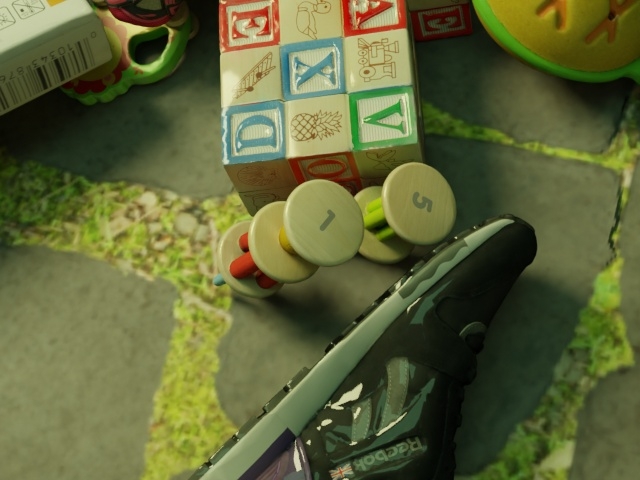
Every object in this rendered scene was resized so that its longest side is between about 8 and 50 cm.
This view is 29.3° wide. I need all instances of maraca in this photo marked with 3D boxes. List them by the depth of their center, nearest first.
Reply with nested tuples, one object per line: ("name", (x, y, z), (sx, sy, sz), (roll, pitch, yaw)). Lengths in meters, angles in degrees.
("maraca", (0.182, -0.161, 0.824), (0.185, 0.099, 0.127), (19, 72, -14))

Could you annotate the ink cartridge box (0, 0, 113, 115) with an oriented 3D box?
("ink cartridge box", (-0.355, -0.177, 0.886), (0.303, 0.072, 0.307), (-30, 60, -11))

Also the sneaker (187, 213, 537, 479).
("sneaker", (0.047, 0.110, 0.751), (0.283, 0.107, 0.124), (-43, 84, -7))

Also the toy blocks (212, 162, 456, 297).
("toy blocks", (0.000, 0.000, 0.792), (0.123, 0.148, 0.054), (-11, 82, -30))

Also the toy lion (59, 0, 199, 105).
("toy lion", (-0.153, -0.145, 0.924), (0.100, 0.034, 0.096), (18, 79, 17))

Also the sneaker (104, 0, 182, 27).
("sneaker", (-0.157, -0.279, 0.922), (0.120, 0.112, 0.299), (3, 41, -20))

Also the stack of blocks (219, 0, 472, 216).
("stack of blocks", (0.019, -0.175, 0.868), (0.171, 0.087, 0.297), (-6, 66, 8))
